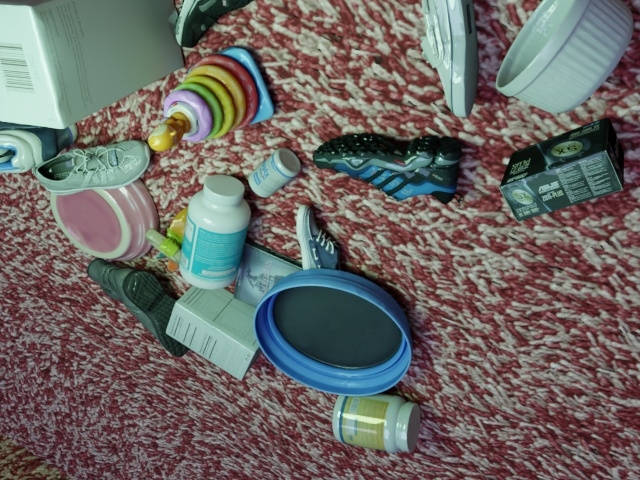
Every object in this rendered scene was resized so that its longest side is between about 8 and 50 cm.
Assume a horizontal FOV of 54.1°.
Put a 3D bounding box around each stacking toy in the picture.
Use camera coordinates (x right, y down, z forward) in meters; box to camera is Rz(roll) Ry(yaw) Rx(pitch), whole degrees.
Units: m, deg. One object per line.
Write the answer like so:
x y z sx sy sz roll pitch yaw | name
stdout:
-0.242 -0.251 1.227 0.175 0.302 0.165 -10 116 32 | stacking toy

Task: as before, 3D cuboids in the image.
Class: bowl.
0.033 0.226 1.525 0.391 0.077 0.391 10 131 12 | bowl

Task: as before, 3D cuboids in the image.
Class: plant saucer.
-0.589 -0.076 1.664 0.332 0.084 0.332 13 126 18 | plant saucer

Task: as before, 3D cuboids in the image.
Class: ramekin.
0.375 -0.294 0.959 0.109 0.207 0.207 30 130 -6 | ramekin

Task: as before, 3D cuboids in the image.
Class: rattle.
-0.375 -0.006 1.642 0.130 0.142 0.199 16 164 8 | rattle

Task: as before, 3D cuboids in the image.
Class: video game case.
-0.087 0.125 1.586 0.274 0.026 0.196 22 129 11 | video game case

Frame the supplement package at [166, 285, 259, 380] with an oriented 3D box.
-0.264 0.231 1.672 0.244 0.139 0.133 31 129 6 | supplement package

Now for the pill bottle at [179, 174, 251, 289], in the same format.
-0.247 -0.022 1.483 0.146 0.146 0.264 25 126 10 | pill bottle

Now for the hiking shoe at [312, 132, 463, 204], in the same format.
0.126 -0.133 1.245 0.304 0.113 0.132 7 123 23 | hiking shoe

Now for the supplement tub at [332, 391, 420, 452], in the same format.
0.146 0.467 1.621 0.200 0.144 0.144 3 123 25 | supplement tub

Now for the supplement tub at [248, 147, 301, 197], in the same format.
-0.100 -0.149 1.377 0.071 0.071 0.107 48 128 -9 | supplement tub

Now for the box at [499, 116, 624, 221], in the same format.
0.418 -0.122 1.083 0.180 0.147 0.077 -19 112 36 | box

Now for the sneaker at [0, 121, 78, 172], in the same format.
-0.792 -0.269 1.534 0.323 0.236 0.130 21 128 12 | sneaker

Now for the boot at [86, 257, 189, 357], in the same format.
-0.505 0.182 1.792 0.223 0.118 0.338 12 137 39 | boot

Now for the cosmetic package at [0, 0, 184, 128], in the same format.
-0.435 -0.382 1.184 0.156 0.385 0.217 10 123 19 | cosmetic package

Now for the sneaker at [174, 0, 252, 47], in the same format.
-0.190 -0.461 1.192 0.124 0.107 0.283 23 142 -13 | sneaker

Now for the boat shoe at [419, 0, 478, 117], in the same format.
0.213 -0.342 1.074 0.088 0.096 0.267 3 122 30 | boat shoe

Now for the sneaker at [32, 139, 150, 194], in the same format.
-0.546 -0.174 1.497 0.281 0.115 0.105 -18 80 4 | sneaker

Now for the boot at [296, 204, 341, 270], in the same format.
0.000 0.000 1.438 0.086 0.069 0.190 5 132 16 | boot
